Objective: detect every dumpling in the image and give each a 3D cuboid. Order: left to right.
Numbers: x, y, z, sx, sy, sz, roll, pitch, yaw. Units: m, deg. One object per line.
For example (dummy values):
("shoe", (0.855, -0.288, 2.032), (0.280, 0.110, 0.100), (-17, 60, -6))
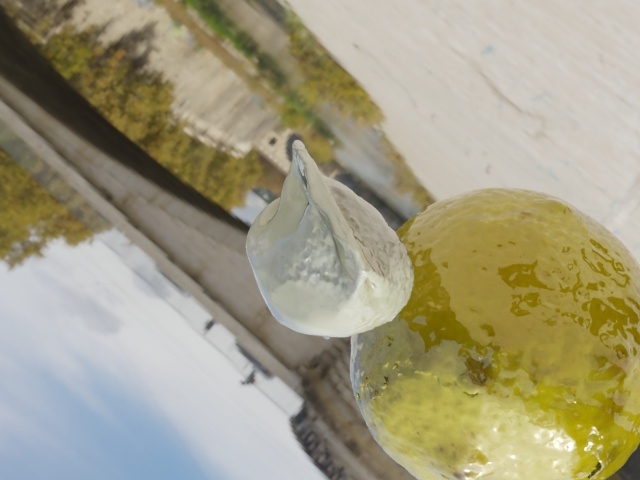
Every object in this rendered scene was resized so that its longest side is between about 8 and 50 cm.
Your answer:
("dumpling", (0.000, -0.001, 0.825), (0.166, 0.126, 0.216), (70, -167, 12))

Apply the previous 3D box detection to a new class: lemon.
("lemon", (0.209, 0.108, 1.138), (0.350, 0.350, 0.387), (40, -135, -17))
